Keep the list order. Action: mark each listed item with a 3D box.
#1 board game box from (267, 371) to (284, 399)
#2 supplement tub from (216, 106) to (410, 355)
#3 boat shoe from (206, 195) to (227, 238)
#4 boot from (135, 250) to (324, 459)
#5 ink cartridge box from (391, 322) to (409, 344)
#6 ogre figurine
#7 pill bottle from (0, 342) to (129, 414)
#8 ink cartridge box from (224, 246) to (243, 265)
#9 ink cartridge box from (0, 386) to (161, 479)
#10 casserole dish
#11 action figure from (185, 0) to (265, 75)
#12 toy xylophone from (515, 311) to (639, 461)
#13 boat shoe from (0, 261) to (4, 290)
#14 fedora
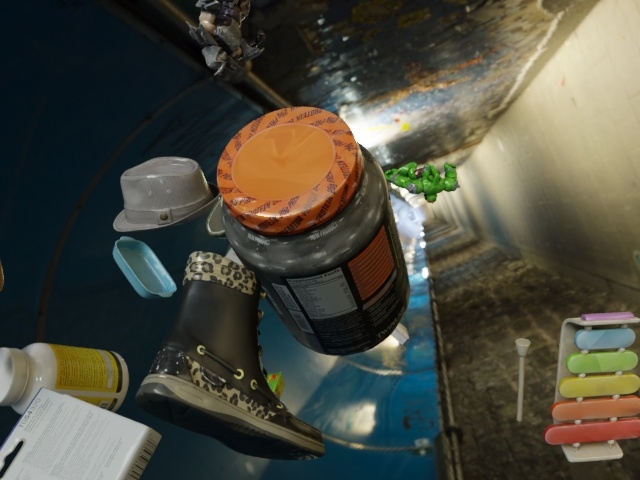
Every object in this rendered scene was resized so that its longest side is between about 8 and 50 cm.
[{"bbox_3d":[-0.157,0.411,1.583,0.181,0.092,0.043,-67,-35,-72],"label":"board game box"},{"bbox_3d":[0.000,0.000,0.802,0.338,0.207,0.207,67,-175,-54],"label":"supplement tub"},{"bbox_3d":[-0.169,-0.099,1.357,0.091,0.305,0.109,-8,-114,-54],"label":"boat shoe"},{"bbox_3d":[-0.075,0.133,0.670,0.236,0.085,0.178,35,-133,-34],"label":"boot"},{"bbox_3d":[0.192,0.227,1.509,0.048,0.028,0.083,40,-171,-3],"label":"ink cartridge box"},{"bbox_3d":[0.278,-0.160,1.596,0.118,0.197,0.096,-113,40,-56],"label":"ogre figurine"},{"bbox_3d":[-0.701,0.373,1.618,0.334,0.188,0.187,24,-139,-52],"label":"pill bottle"},{"bbox_3d":[-0.197,0.073,1.554,0.115,0.198,0.067,33,-162,-9],"label":"ink cartridge box"},{"bbox_3d":[-0.541,0.497,1.251,0.324,0.330,0.071,-64,-33,-28],"label":"ink cartridge box"},{"bbox_3d":[-0.415,0.070,1.414,0.188,0.037,0.114,51,-161,17],"label":"casserole dish"},{"bbox_3d":[-0.163,-0.447,1.164,0.185,0.099,0.284,51,-126,-73],"label":"action figure"},{"bbox_3d":[0.507,0.284,1.188,0.081,0.236,0.322,-106,5,-73],"label":"toy xylophone"},{"bbox_3d":[-0.701,-0.007,1.126,0.098,0.096,0.277,-94,-21,-72],"label":"boat shoe"},{"bbox_3d":[-0.391,-0.127,1.489,0.243,0.276,0.124,-76,-22,-60],"label":"fedora"}]
